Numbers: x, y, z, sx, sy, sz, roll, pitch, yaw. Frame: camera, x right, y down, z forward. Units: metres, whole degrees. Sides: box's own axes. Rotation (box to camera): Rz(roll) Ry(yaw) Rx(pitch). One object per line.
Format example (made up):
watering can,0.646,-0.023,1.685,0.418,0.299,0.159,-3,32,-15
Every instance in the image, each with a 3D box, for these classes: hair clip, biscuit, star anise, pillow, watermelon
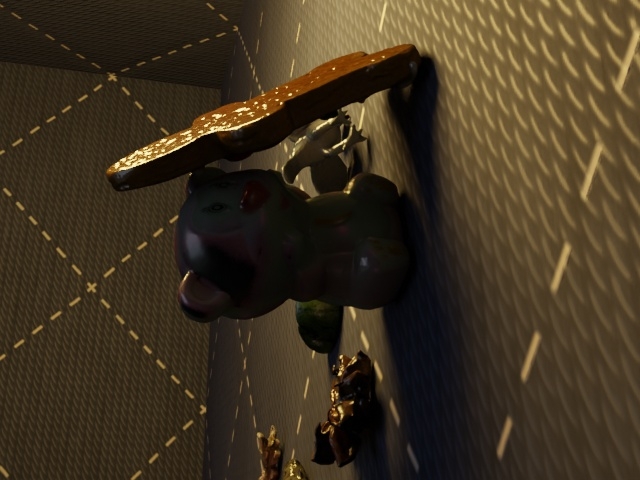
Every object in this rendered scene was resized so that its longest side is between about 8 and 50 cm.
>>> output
hair clip,-0.112,0.493,1.747,0.062,0.056,0.214,43,137,53
biscuit,-0.084,-0.157,1.103,0.283,0.432,0.064,23,139,66
star anise,0.035,0.253,1.128,0.234,0.073,0.177,-70,-3,-77
pillow,-0.037,0.480,1.419,0.241,0.051,0.093,-98,14,-47
watermelon,-0.009,0.107,1.383,0.092,0.075,0.182,175,98,-80

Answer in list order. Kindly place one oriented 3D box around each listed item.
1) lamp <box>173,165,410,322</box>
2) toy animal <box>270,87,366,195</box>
lamp,-0.051,0.017,1.106,0.247,0.301,0.247,108,161,-53
toy animal,-0.007,-0.155,1.332,0.176,0.255,0.239,-17,108,51
